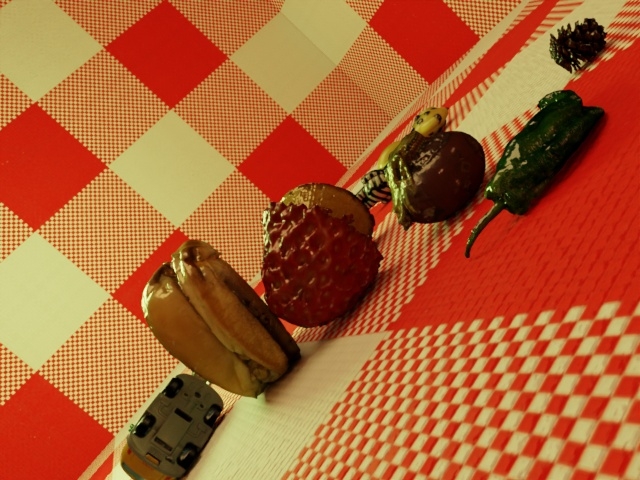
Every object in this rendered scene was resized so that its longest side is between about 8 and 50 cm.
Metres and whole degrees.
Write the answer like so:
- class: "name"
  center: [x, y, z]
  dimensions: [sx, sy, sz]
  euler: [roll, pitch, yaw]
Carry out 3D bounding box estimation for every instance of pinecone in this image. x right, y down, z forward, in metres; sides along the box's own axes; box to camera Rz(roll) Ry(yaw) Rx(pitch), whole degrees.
- class: "pinecone"
  center: [0.398, -0.304, 0.880]
  dimensions: [0.083, 0.077, 0.077]
  euler: [-32, 14, 32]

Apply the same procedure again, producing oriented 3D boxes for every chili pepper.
- class: "chili pepper"
  center: [0.252, -0.106, 0.667]
  dimensions: [0.279, 0.065, 0.122]
  euler: [-48, -3, -25]

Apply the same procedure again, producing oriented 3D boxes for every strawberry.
- class: "strawberry"
  center: [-0.022, 0.055, 0.943]
  dimensions: [0.177, 0.234, 0.234]
  euler: [-65, 12, -18]

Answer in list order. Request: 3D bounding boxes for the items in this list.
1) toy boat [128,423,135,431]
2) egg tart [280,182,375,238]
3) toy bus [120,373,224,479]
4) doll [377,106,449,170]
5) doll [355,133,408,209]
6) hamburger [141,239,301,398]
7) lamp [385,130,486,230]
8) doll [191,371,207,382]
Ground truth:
- class: "toy boat"
  center: [-0.465, 0.512, 1.538]
  dimensions: [0.089, 0.088, 0.229]
  euler: [-51, 7, -37]
- class: "egg tart"
  center: [0.000, 0.000, 1.174]
  dimensions: [0.215, 0.215, 0.170]
  euler: [-42, 23, 41]
- class: "toy bus"
  center: [-0.287, 0.370, 1.091]
  dimensions: [0.136, 0.126, 0.209]
  euler: [-54, 2, 32]
- class: "doll"
  center: [0.252, -0.269, 1.572]
  dimensions: [0.291, 0.086, 0.117]
  euler: [-47, 2, -16]
- class: "doll"
  center: [0.174, -0.163, 1.417]
  dimensions: [0.219, 0.091, 0.067]
  euler: [-44, 6, 18]
- class: "hamburger"
  center: [-0.179, 0.141, 1.015]
  dimensions: [0.174, 0.284, 0.304]
  euler: [-47, 10, -5]
- class: "lamp"
  center: [0.170, -0.104, 0.865]
  dimensions: [0.156, 0.135, 0.157]
  euler: [-43, 5, 31]
- class: "doll"
  center: [-0.325, 0.358, 1.577]
  dimensions: [0.286, 0.091, 0.202]
  euler: [-39, -35, -43]
